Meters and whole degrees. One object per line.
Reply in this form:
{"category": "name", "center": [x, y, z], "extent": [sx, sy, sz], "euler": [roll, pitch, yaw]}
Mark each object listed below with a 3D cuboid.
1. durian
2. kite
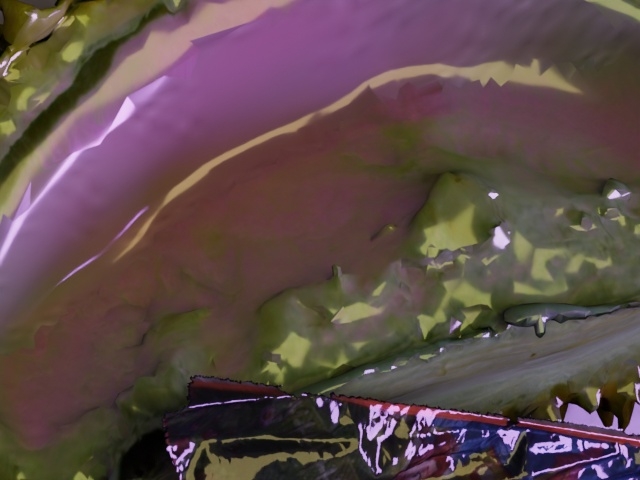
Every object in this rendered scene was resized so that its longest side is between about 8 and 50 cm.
{"category": "durian", "center": [-0.005, 0.000, 0.378], "extent": [0.220, 0.095, 0.137], "euler": [-18, 77, -28]}
{"category": "kite", "center": [0.026, 0.104, 0.366], "extent": [0.189, 0.009, 0.232], "euler": [-32, 126, -13]}
